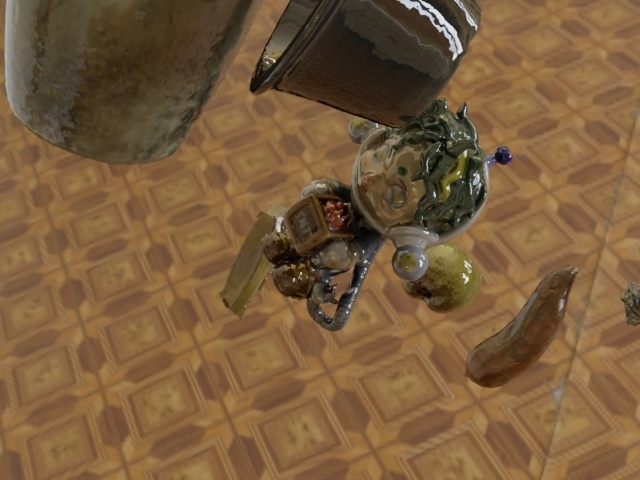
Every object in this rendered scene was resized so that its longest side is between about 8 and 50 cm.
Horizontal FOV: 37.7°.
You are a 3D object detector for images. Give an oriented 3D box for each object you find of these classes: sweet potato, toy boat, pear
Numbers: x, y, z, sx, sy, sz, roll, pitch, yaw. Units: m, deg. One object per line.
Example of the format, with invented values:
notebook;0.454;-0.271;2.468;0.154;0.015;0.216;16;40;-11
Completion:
sweet potato;0.370;0.165;1.676;0.292;0.097;0.097;-50;35;24
toy boat;-0.102;0.035;1.568;0.064;0.072;0.206;34;100;35
pear;0.265;0.082;2.038;0.167;0.167;0.136;20;49;33

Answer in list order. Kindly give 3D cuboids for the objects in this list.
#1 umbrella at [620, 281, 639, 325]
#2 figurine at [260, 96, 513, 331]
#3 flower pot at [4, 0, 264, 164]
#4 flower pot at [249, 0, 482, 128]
umbrella;0.624;0.090;1.502;0.113;0.358;0.106;17;80;-14
figurine;0.077;-0.053;1.323;0.382;0.186;0.261;-31;76;26
flower pot;-0.209;-0.277;1.050;0.294;0.330;0.293;18;33;-12
flower pot;0.052;-0.200;0.879;0.148;0.235;0.235;32;45;-14
